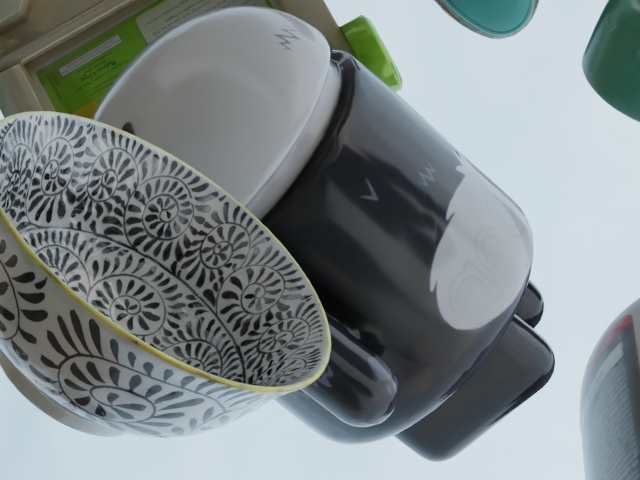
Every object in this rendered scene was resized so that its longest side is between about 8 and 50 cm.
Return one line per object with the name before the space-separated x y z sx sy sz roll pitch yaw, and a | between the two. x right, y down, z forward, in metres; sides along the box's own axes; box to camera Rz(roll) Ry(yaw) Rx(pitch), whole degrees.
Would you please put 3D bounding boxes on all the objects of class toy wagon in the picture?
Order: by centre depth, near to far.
toy wagon | -0.082 -0.073 1.225 0.267 0.068 0.344 -29 -101 3

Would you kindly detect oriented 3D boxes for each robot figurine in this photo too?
robot figurine | -0.002 0.000 1.022 0.173 0.278 0.209 -56 -157 -15

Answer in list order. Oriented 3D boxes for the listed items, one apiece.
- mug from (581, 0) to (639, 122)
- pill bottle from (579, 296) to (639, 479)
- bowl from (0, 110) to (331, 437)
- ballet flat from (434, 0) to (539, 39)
mug | 0.310 -0.163 1.622 0.158 0.129 0.097 43 -46 26
pill bottle | 0.272 0.184 1.179 0.210 0.210 0.363 -46 -166 23
bowl | -0.087 0.029 0.799 0.080 0.170 0.170 -52 -135 22
ballet flat | 0.097 -0.349 1.886 0.123 0.348 0.123 -33 -151 21
